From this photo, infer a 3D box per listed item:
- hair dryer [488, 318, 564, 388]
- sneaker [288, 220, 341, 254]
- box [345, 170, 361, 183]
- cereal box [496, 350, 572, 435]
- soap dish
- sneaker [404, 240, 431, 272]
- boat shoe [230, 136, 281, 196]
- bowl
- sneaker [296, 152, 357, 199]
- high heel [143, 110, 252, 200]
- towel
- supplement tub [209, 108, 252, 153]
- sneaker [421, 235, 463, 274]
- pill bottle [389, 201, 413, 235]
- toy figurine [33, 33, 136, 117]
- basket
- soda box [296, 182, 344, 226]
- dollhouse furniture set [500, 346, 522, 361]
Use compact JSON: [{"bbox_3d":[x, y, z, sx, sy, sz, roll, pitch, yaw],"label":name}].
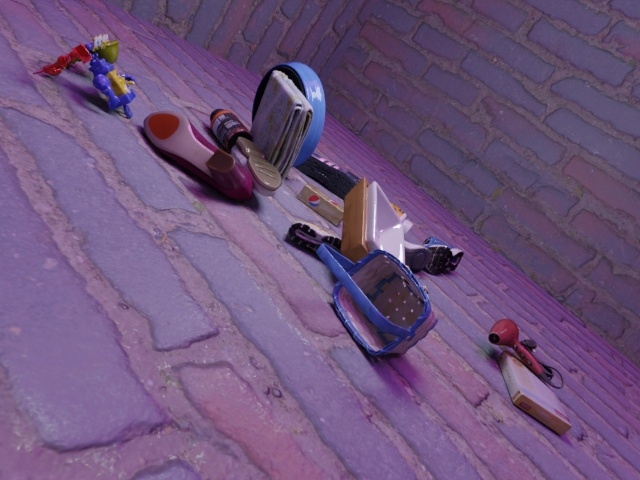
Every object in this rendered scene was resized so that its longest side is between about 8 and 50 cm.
[{"bbox_3d":[0.640,0.337,1.487,0.294,0.080,0.223,25,19,-20],"label":"hair dryer"},{"bbox_3d":[0.000,0.000,1.362,0.208,0.081,0.094,35,8,-16],"label":"sneaker"},{"bbox_3d":[0.172,-0.244,2.212,0.183,0.059,0.232,35,19,3],"label":"box"},{"bbox_3d":[0.632,0.447,1.404,0.173,0.047,0.240,34,20,-1],"label":"cereal box"},{"bbox_3d":[0.154,-0.008,1.371,0.229,0.118,0.290,51,30,-35],"label":"soap dish"},{"bbox_3d":[0.295,0.031,1.729,0.297,0.111,0.129,21,19,-37],"label":"sneaker"},{"bbox_3d":[-0.210,-0.209,1.452,0.113,0.103,0.302,21,24,-35],"label":"boat shoe"},{"bbox_3d":[-0.136,-0.474,1.775,0.077,0.391,0.391,-4,41,-41],"label":"bowl"},{"bbox_3d":[0.041,-0.294,2.039,0.319,0.112,0.131,35,23,-5],"label":"sneaker"},{"bbox_3d":[-0.355,-0.235,1.351,0.377,0.127,0.181,38,-14,24],"label":"high heel"},{"bbox_3d":[-0.153,-0.377,1.613,0.090,0.320,0.374,14,28,-29],"label":"towel"},{"bbox_3d":[-0.330,-0.400,1.692,0.106,0.106,0.198,13,30,-47],"label":"supplement tub"},{"bbox_3d":[0.474,0.058,1.965,0.147,0.129,0.330,31,11,32],"label":"sneaker"},{"bbox_3d":[0.278,-0.101,1.971,0.215,0.117,0.117,38,20,6],"label":"pill bottle"},{"bbox_3d":[-0.628,-0.448,1.357,0.217,0.191,0.362,60,0,-28],"label":"toy figurine"},{"bbox_3d":[0.127,0.131,1.082,0.289,0.201,0.254,27,20,-51],"label":"basket"},{"bbox_3d":[0.009,-0.130,1.688,0.181,0.061,0.058,36,20,3],"label":"soda box"},{"bbox_3d":[0.661,0.383,1.635,0.076,0.059,0.151,24,41,-48],"label":"dollhouse furniture set"}]
